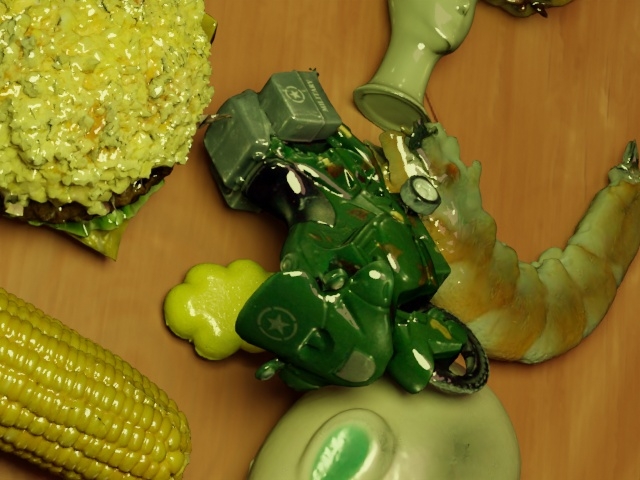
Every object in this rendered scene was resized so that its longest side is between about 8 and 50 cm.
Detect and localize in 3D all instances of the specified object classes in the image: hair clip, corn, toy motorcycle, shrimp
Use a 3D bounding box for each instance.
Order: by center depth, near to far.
[{"bbox_3d":[-0.211,0.080,1.281,0.313,0.102,0.102,32,61,-18],"label":"corn"},{"bbox_3d":[0.000,0.000,1.373,0.187,0.125,0.275,1,49,-41],"label":"toy motorcycle"},{"bbox_3d":[-0.030,0.050,1.431,0.173,0.046,0.072,2,70,-28],"label":"hair clip"},{"bbox_3d":[0.161,0.003,1.541,0.287,0.068,0.185,0,84,-34],"label":"shrimp"}]

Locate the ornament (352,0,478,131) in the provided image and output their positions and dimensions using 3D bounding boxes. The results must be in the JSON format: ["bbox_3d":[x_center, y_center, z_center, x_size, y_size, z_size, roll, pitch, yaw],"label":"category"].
[{"bbox_3d":[0.081,-0.164,1.547,0.075,0.081,0.156,38,62,-33],"label":"ornament"}]

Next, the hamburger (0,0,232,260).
[{"bbox_3d":[-0.172,-0.128,1.347,0.243,0.138,0.262,26,64,-21],"label":"hamburger"}]

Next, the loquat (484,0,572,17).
[{"bbox_3d":[0.169,-0.248,1.607,0.137,0.113,0.137,2,86,-36],"label":"loquat"}]

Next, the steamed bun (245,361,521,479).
[{"bbox_3d":[0.052,0.173,1.391,0.228,0.130,0.177,-32,94,-36],"label":"steamed bun"}]
